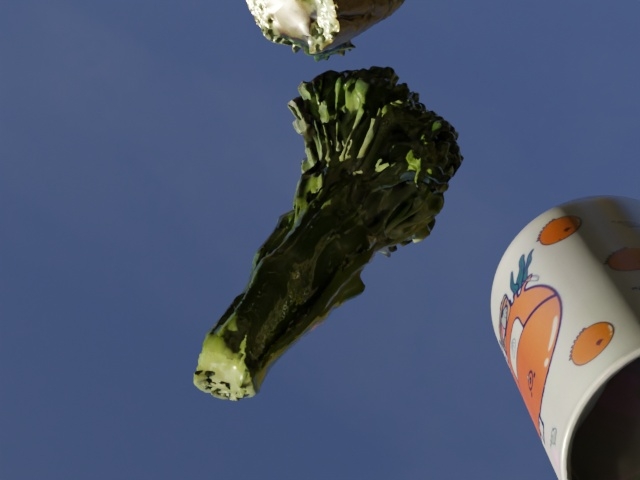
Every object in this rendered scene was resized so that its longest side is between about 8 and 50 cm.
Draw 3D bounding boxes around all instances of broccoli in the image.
[{"bbox_3d":[-0.006,0.000,1.134,0.145,0.165,0.304,27,-127,6],"label":"broccoli"}]

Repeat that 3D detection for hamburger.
[{"bbox_3d":[0.005,-0.343,1.536,0.211,0.132,0.308,-33,-71,-38],"label":"hamburger"}]

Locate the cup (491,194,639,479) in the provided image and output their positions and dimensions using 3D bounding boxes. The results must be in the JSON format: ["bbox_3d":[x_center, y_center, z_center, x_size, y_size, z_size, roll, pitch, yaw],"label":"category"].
[{"bbox_3d":[0.273,0.098,1.312,0.212,0.212,0.317,2,-156,-8],"label":"cup"}]
